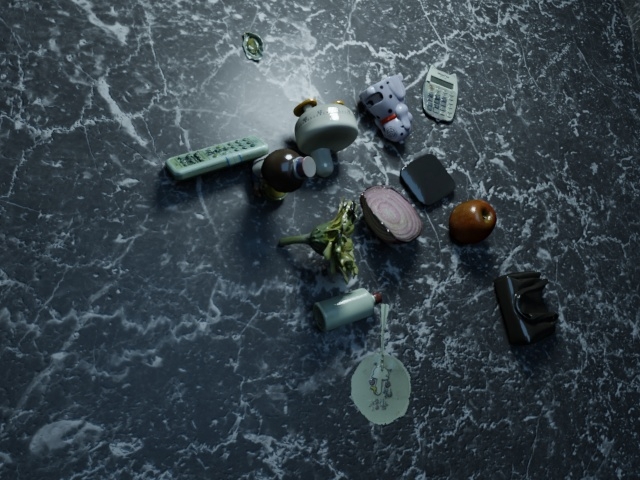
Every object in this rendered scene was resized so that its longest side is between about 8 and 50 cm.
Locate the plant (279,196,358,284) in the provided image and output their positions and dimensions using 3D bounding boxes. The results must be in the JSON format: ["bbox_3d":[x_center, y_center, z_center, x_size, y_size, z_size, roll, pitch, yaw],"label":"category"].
[{"bbox_3d":[0.037,-0.029,1.450,0.297,0.306,0.261,30,95,18],"label":"plant"}]

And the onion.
[{"bbox_3d":[0.259,-0.086,1.631,0.247,0.111,0.250,-22,72,-47],"label":"onion"}]

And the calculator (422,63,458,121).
[{"bbox_3d":[0.534,-0.648,1.920,0.177,0.040,0.268,15,71,-16],"label":"calculator"}]

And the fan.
[{"bbox_3d":[0.218,0.428,1.513,0.233,0.012,0.414,8,73,-19],"label":"fan"}]

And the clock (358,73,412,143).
[{"bbox_3d":[0.289,-0.514,1.733,0.189,0.189,0.254,-33,101,-25],"label":"clock"}]

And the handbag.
[{"bbox_3d":[0.848,0.266,1.746,0.257,0.113,0.285,-6,77,-29],"label":"handbag"}]

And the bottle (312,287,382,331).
[{"bbox_3d":[0.102,0.230,1.478,0.245,0.104,0.104,-15,81,-23],"label":"bottle"}]

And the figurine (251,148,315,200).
[{"bbox_3d":[-0.128,-0.220,1.428,0.161,0.275,0.158,-46,108,-21],"label":"figurine"}]

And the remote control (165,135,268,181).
[{"bbox_3d":[-0.345,-0.277,1.456,0.335,0.065,0.128,-22,41,-23],"label":"remote control"}]

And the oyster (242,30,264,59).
[{"bbox_3d":[-0.262,-0.748,1.662,0.098,0.037,0.100,16,90,4],"label":"oyster"}]

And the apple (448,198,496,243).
[{"bbox_3d":[0.610,-0.075,1.719,0.181,0.168,0.181,8,70,-24],"label":"apple"}]

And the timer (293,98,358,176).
[{"bbox_3d":[0.024,-0.372,1.550,0.234,0.233,0.240,-8,75,-22],"label":"timer"}]

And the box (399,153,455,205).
[{"bbox_3d":[0.442,-0.250,1.772,0.212,0.042,0.201,-33,89,-24],"label":"box"}]
